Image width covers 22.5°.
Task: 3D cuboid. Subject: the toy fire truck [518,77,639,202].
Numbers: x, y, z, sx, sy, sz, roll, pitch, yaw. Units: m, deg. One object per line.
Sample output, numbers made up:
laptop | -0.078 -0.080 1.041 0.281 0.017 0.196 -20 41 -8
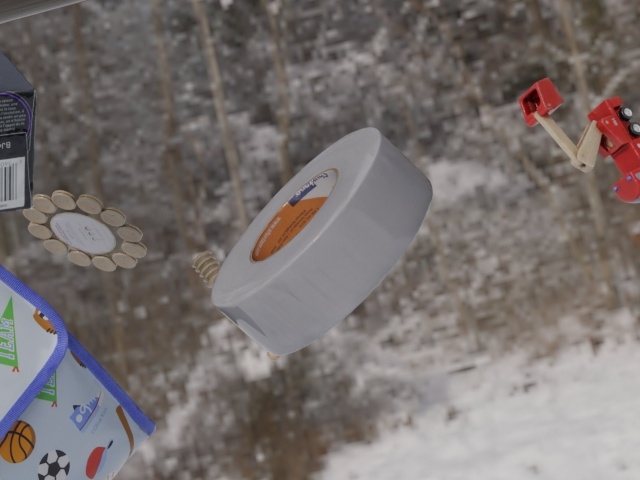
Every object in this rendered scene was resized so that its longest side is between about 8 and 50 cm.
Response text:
toy fire truck | 0.354 -0.127 2.078 0.135 0.192 0.047 -19 -16 -35

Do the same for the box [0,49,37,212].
box | -0.426 -0.142 1.733 0.165 0.143 0.270 -8 31 -27

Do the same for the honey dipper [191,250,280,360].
honey dipper | -0.097 0.080 1.943 0.030 0.160 0.030 -37 -16 -13

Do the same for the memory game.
memory game | -0.337 -0.013 2.305 0.186 0.012 0.186 12 -33 8

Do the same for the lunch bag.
lunch bag | -0.434 0.222 1.950 0.239 0.328 0.385 14 -31 44

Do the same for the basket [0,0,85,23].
basket | -0.408 -0.381 2.174 0.227 0.204 0.154 -10 17 -34

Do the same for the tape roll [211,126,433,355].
tape roll | 0.000 0.000 1.466 0.219 0.072 0.219 -42 16 15
